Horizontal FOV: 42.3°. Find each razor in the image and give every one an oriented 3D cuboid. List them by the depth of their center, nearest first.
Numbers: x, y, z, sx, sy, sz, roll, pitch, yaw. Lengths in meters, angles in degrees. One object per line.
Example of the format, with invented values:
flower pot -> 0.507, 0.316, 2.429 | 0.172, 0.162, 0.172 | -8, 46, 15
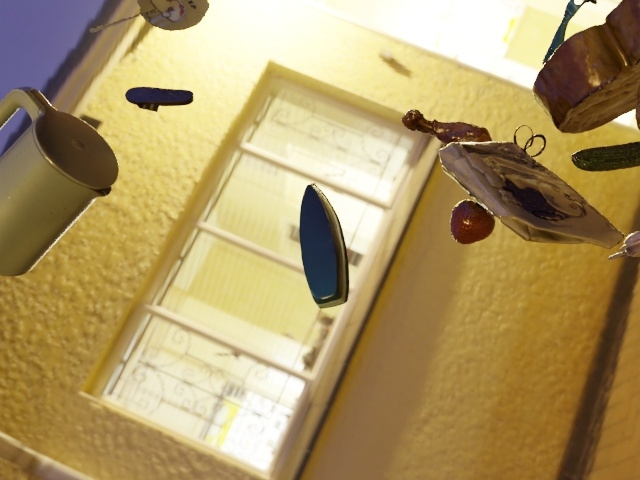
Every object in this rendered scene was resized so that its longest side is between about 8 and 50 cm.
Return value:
razor -> 0.594, -0.515, 2.020 | 0.042, 0.082, 0.253 | -24, -25, -18

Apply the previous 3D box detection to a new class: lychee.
lychee -> 0.369, -0.050, 1.946 | 0.140, 0.101, 0.114 | -34, 37, 1

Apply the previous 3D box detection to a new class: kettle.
kettle -> -0.596, -0.118, 1.703 | 0.318, 0.265, 0.205 | -39, -32, 27

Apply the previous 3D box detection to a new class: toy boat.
toy boat -> 0.000, 0.000, 1.832 | 0.062, 0.096, 0.299 | 37, -139, -62

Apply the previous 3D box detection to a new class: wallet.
wallet -> 0.359, -0.096, 1.454 | 0.275, 0.335, 0.068 | -4, -50, -32

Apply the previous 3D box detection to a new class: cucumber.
cucumber -> 0.842, -0.237, 2.387 | 0.077, 0.265, 0.077 | 170, 90, -77

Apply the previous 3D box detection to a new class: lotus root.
lotus root -> 0.559, -0.314, 1.387 | 0.390, 0.111, 0.375 | -34, -22, 29

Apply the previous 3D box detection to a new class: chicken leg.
chicken leg -> 0.330, -0.278, 2.147 | 0.107, 0.251, 0.087 | -69, -10, 26

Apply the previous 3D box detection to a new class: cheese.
cheese -> 0.637, 0.009, 1.636 | 0.191, 0.105, 0.042 | 80, 178, -75

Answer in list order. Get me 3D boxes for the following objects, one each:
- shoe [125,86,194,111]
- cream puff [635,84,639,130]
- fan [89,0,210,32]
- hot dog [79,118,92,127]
shoe -> -0.413, -0.355, 2.125 | 0.071, 0.179, 0.049 | -85, -4, -46
cream puff -> 0.562, -0.195, 1.133 | 0.196, 0.244, 0.244 | 62, -141, -33
fan -> -0.446, -0.593, 2.147 | 0.329, 0.191, 0.009 | -28, -18, -22
hot dog -> -0.569, -0.262, 1.970 | 0.083, 0.058, 0.035 | 57, -154, -71
